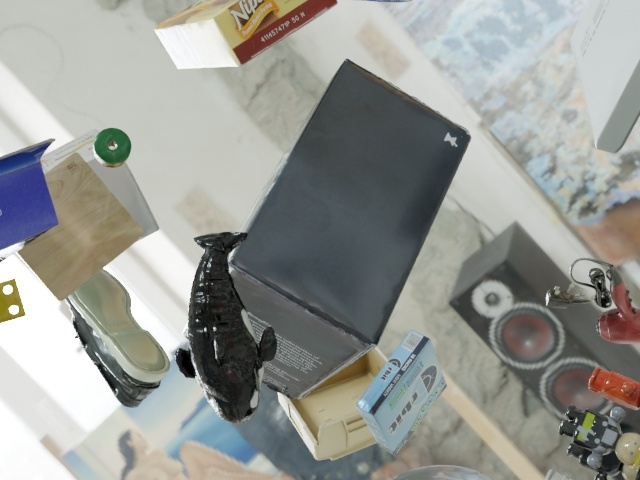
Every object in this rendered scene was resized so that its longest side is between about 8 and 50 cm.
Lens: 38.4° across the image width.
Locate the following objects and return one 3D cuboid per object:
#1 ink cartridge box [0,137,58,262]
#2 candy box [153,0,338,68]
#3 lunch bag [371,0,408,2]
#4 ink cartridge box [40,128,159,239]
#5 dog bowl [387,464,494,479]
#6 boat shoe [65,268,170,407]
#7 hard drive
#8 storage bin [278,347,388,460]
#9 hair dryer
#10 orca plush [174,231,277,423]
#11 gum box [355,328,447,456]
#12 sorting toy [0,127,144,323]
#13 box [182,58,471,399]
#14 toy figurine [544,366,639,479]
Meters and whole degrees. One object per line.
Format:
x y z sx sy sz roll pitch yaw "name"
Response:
-0.350 0.011 0.823 0.165 0.065 0.332 -28 2 -37 "ink cartridge box"
-0.126 -0.349 1.433 0.183 0.087 0.316 -35 21 -16 "candy box"
0.095 -0.508 1.759 0.219 0.090 0.176 1 10 -7 "lunch bag"
-0.419 -0.077 1.640 0.171 0.168 0.232 -30 23 -13 "ink cartridge box"
0.205 0.538 1.455 0.349 0.349 0.102 -44 0 -9 "dog bowl"
-0.386 0.166 1.649 0.127 0.340 0.113 -1 -54 -48 "boat shoe"
0.490 -0.335 1.499 0.353 0.047 0.233 -81 6 -51 "hard drive"
0.055 0.379 2.238 0.260 0.123 0.262 -18 32 -17 "storage bin"
0.621 0.146 1.889 0.223 0.293 0.080 109 -179 -67 "hair dryer"
-0.130 0.130 1.340 0.102 0.151 0.287 179 99 -80 "orca plush"
0.138 0.255 1.520 0.157 0.041 0.184 -51 -33 -17 "gum box"
-0.315 -0.009 1.118 0.274 0.132 0.046 -41 4 -20 "sorting toy"
0.000 0.000 1.781 0.480 0.297 0.472 -63 8 -27 "box"
0.463 0.331 1.454 0.209 0.148 0.213 -30 -44 -52 "toy figurine"
